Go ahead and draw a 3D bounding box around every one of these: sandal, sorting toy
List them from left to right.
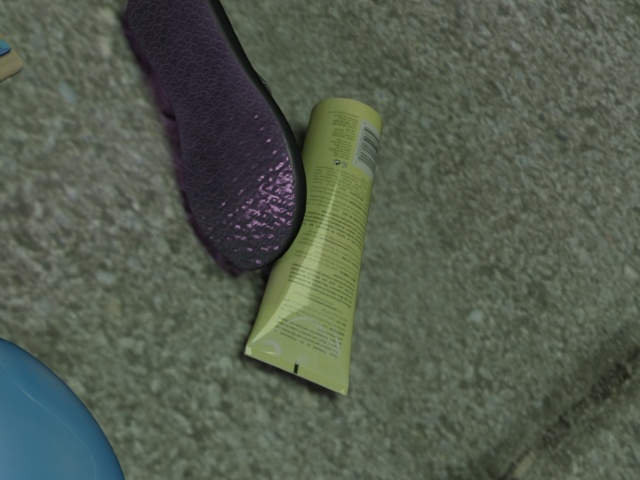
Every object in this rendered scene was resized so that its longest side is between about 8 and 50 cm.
[{"bbox_3d":[-0.265,-0.139,1.309,0.083,0.012,0.062,-36,90,-43],"label":"sorting toy"},{"bbox_3d":[-0.071,-0.100,1.385,0.054,0.097,0.255,10,57,-64],"label":"sandal"}]

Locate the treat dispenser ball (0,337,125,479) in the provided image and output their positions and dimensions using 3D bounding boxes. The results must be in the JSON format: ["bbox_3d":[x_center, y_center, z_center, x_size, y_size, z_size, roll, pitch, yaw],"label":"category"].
[{"bbox_3d":[-0.243,0.179,0.963,0.288,0.288,0.288,18,57,-29],"label":"treat dispenser ball"}]

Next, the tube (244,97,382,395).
[{"bbox_3d":[0.000,0.000,1.406,0.070,0.062,0.240,3,61,14],"label":"tube"}]
